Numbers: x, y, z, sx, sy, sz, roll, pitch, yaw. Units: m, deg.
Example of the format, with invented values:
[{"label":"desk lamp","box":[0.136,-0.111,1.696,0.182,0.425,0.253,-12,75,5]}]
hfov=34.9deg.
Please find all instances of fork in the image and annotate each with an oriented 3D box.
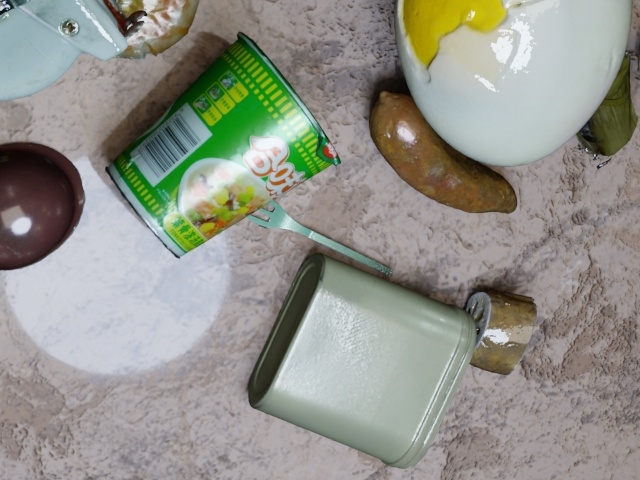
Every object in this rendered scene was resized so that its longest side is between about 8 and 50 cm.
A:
[{"label":"fork","box":[-0.001,-0.001,1.388,0.235,0.021,0.039,26,95,-24]}]

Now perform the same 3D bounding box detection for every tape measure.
[{"label":"tape measure","box":[-0.359,-0.269,1.112,0.246,0.125,0.243,-31,119,8]}]

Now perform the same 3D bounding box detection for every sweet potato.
[{"label":"sweet potato","box":[0.166,-0.099,1.394,0.292,0.097,0.097,37,87,-31]}]

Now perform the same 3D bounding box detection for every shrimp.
[{"label":"shrimp","box":[-0.279,-0.322,1.199,0.294,0.062,0.154,30,96,-24]}]

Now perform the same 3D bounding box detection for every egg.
[{"label":"egg","box":[0.231,-0.252,1.246,0.283,0.283,0.345,-15,130,-17]}]

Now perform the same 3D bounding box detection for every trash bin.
[{"label":"trash bin","box":[0.056,0.166,1.392,0.248,0.121,0.243,23,92,-19]}]

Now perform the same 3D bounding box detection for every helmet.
[{"label":"helmet","box":[-0.356,-0.034,1.207,0.175,0.106,0.155,-23,108,-19]}]

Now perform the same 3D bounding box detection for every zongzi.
[{"label":"zongzi","box":[0.404,-0.188,1.396,0.094,0.204,0.205,-36,112,-8]}]

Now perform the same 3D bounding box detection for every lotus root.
[{"label":"lotus root","box":[0.253,0.129,1.456,0.081,0.112,0.122,18,96,-15]}]

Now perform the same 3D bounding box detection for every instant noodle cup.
[{"label":"instant noodle cup","box":[-0.125,-0.102,1.234,0.233,0.207,0.207,-38,111,-2]}]

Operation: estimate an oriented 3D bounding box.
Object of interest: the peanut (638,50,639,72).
[{"label":"peanut","box":[0.607,-0.299,1.489,0.313,0.149,0.149,-15,106,-14]}]
